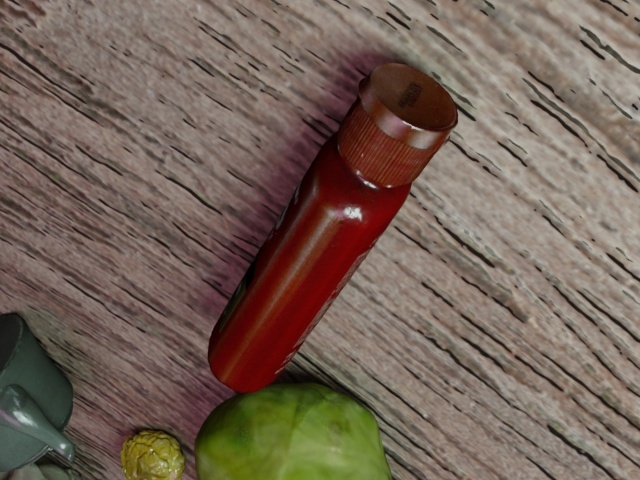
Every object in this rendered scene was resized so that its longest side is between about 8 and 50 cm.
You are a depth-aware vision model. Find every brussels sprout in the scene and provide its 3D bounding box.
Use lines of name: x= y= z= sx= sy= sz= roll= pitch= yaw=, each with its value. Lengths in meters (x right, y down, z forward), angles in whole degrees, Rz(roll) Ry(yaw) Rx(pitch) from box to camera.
brussels sprout: x=-0.029 y=0.239 z=0.862 sx=0.223 sy=0.161 sz=0.223 roll=11 pitch=121 yaw=18

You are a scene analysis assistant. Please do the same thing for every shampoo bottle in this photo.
shampoo bottle: x=-0.001 y=0.000 z=0.694 sx=0.076 sy=0.118 sz=0.314 roll=35 pitch=132 yaw=2

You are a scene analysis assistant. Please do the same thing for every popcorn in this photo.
popcorn: x=-0.202 y=0.270 z=1.021 sx=0.084 sy=0.084 sz=0.084 roll=13 pitch=129 yaw=16

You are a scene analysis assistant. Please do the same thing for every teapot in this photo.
teapot: x=-0.354 y=0.189 z=0.997 sx=0.239 sy=0.162 sz=0.149 roll=8 pitch=145 yaw=51

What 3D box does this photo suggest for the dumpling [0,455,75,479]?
dumpling: x=-0.426 y=0.342 z=1.130 sx=0.204 sy=0.163 sz=0.293 roll=44 pitch=142 yaw=-17
